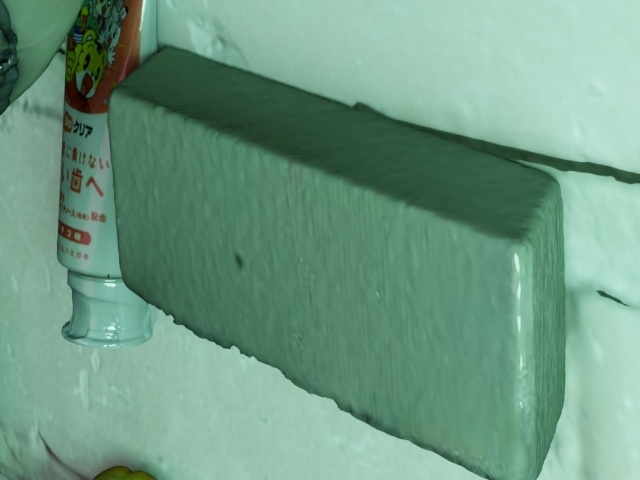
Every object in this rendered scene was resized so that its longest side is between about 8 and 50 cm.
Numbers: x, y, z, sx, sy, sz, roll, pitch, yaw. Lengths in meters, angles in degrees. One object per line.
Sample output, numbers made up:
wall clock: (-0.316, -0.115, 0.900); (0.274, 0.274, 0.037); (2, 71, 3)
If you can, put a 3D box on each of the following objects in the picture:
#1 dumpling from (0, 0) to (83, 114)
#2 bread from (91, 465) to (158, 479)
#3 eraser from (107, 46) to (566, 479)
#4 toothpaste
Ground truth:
dumpling: (-0.183, -0.155, 1.039); (0.163, 0.204, 0.293); (52, 140, -3)
bread: (-0.107, 0.211, 1.176); (0.125, 0.086, 0.156); (-34, 80, 49)
eraser: (0.001, 0.000, 0.919); (0.352, 0.077, 0.111); (24, 122, 49)
toothpaste: (-0.113, -0.060, 1.083); (0.089, 0.057, 0.234); (24, 115, 52)
